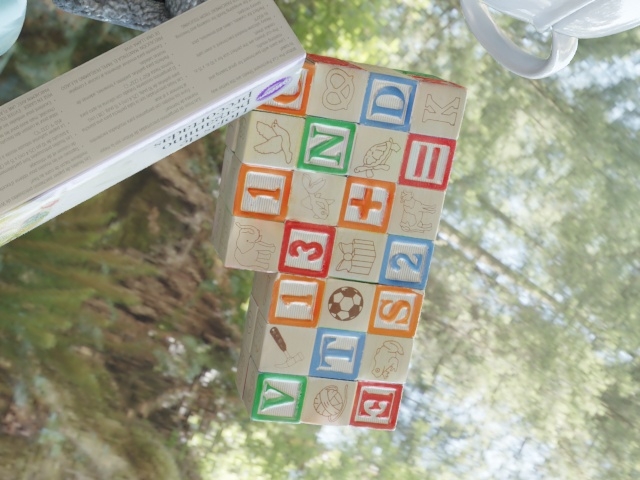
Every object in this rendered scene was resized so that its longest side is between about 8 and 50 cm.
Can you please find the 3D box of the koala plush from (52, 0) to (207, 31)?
[{"bbox_3d":[-0.153,-0.314,1.146,0.203,0.196,0.221,14,-82,5],"label":"koala plush"}]

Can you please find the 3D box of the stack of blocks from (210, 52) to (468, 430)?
[{"bbox_3d":[0.000,0.000,0.975,0.087,0.171,0.297,-130,-132,-70],"label":"stack of blocks"}]

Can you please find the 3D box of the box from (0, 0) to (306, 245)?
[{"bbox_3d":[-0.162,-0.058,0.729,0.324,0.063,0.067,-31,-97,-14],"label":"box"}]

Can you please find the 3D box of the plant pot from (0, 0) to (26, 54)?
[{"bbox_3d":[-0.459,-0.239,1.074,0.293,0.293,0.235,2,-144,38],"label":"plant pot"}]

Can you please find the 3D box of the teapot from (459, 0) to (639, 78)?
[{"bbox_3d":[0.180,-0.209,0.733,0.252,0.256,0.187,-25,-87,19],"label":"teapot"}]
